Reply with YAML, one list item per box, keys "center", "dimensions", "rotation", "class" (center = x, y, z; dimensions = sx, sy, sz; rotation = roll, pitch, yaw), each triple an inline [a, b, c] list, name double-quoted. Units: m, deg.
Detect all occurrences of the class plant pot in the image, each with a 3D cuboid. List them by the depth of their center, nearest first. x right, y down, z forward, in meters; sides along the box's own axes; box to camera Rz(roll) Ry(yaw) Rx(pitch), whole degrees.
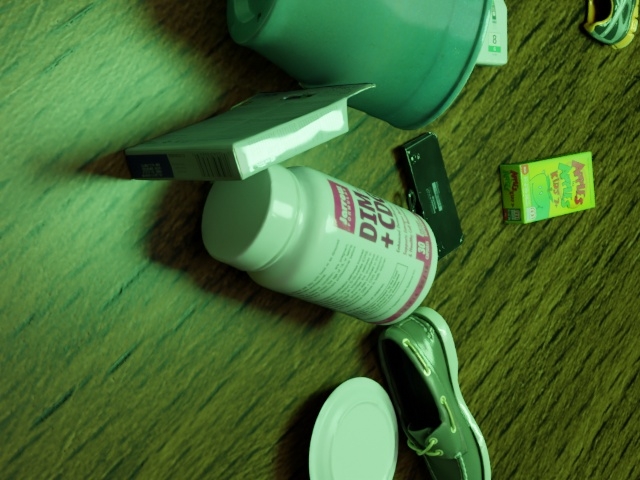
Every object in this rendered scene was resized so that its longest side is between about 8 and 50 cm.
- center: [0.032, -0.297, 1.486]
  dimensions: [0.255, 0.271, 0.272]
  rotation: [12, 83, -27]
  class: "plant pot"

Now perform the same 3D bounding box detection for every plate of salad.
- center: [0.041, 0.286, 1.641]
  dimensions: [0.200, 0.048, 0.200]
  rotation: [-3, 93, -52]
  class: "plate of salad"

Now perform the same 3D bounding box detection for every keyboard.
- center: [0.153, -0.057, 1.744]
  dimensions: [0.108, 0.023, 0.180]
  rotation: [-32, 111, -43]
  class: "keyboard"

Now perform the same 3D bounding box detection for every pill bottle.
- center: [0.000, 0.000, 1.519]
  dimensions: [0.283, 0.160, 0.160]
  rotation: [20, 78, -40]
  class: "pill bottle"

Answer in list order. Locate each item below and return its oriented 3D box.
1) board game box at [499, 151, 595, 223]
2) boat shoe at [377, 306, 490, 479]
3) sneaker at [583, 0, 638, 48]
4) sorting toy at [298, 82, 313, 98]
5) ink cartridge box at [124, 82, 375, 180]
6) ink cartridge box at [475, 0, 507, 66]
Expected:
- center: [0.362, -0.086, 1.910]
  dimensions: [0.181, 0.043, 0.092]
  rotation: [-12, 99, -40]
  class: "board game box"
- center: [0.156, 0.251, 1.704]
  dimensions: [0.091, 0.109, 0.305]
  rotation: [-23, 100, -38]
  class: "boat shoe"
- center: [0.484, -0.428, 1.982]
  dimensions: [0.083, 0.084, 0.215]
  rotation: [6, 89, -36]
  class: "sneaker"
- center: [-0.003, -0.206, 1.609]
  dimensions: [0.062, 0.012, 0.083]
  rotation: [39, 66, -35]
  class: "sorting toy"
- center: [-0.079, -0.125, 1.406]
  dimensions: [0.224, 0.223, 0.045]
  rotation: [-28, 110, -35]
  class: "ink cartridge box"
- center: [0.197, -0.371, 1.753]
  dimensions: [0.181, 0.056, 0.225]
  rotation: [-3, 95, -41]
  class: "ink cartridge box"
